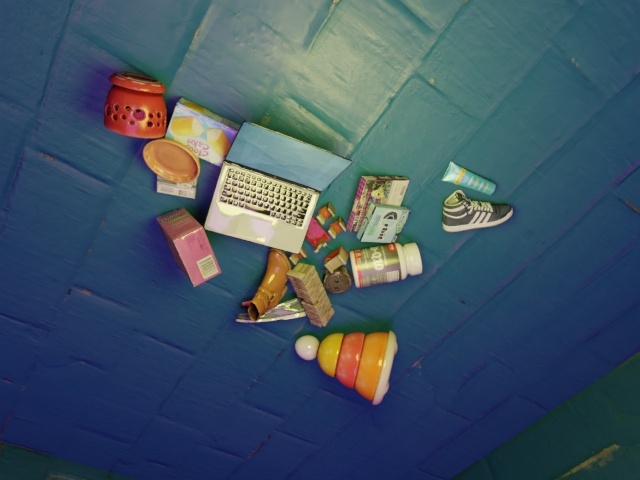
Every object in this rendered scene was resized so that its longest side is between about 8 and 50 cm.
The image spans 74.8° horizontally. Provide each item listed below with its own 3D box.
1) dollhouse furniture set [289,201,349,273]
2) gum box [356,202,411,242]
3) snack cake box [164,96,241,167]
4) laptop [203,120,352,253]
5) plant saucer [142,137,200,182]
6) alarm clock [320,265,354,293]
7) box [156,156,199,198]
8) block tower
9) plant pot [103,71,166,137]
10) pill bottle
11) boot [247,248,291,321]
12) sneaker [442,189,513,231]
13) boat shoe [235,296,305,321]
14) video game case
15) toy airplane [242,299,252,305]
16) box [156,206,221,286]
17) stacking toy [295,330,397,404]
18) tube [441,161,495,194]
[{"bbox_3d":[0.000,0.000,1.741,0.261,0.135,0.259,-35,107,17],"label":"dollhouse furniture set"},{"bbox_3d":[0.251,-0.067,1.664,0.184,0.041,0.157,3,122,-33],"label":"gum box"},{"bbox_3d":[-0.395,-0.370,1.481,0.264,0.089,0.152,23,117,-17],"label":"snack cake box"},{"bbox_3d":[-0.159,-0.153,1.453,0.381,0.236,0.409,16,100,-21],"label":"laptop"},{"bbox_3d":[-0.520,-0.285,1.479,0.199,0.037,0.200,7,144,5],"label":"plant saucer"},{"bbox_3d":[0.095,0.179,1.878,0.191,0.064,0.130,-2,122,-6],"label":"alarm clock"},{"bbox_3d":[-0.534,-0.258,1.573,0.145,0.038,0.186,9,122,-9],"label":"box"},{"bbox_3d":[-0.037,0.242,1.858,0.090,0.097,0.336,11,139,37],"label":"block tower"},{"bbox_3d":[-0.599,-0.444,1.369,0.190,0.191,0.174,11,112,-10],"label":"plant pot"},{"bbox_3d":[0.274,0.098,1.777,0.282,0.161,0.162,-11,122,3],"label":"pill bottle"},{"bbox_3d":[-0.230,0.188,1.765,0.108,0.220,0.284,26,132,21],"label":"boot"},{"bbox_3d":[0.631,-0.134,1.689,0.281,0.099,0.153,-13,124,8],"label":"sneaker"},{"bbox_3d":[-0.229,0.319,1.918,0.318,0.116,0.099,-6,82,-5],"label":"boat shoe"},{"bbox_3d":[0.225,-0.143,1.649,0.210,0.042,0.232,-5,126,-29],"label":"video game case"},{"bbox_3d":[-0.284,0.299,1.948,0.151,0.028,0.151,-5,123,-8],"label":"toy airplane"},{"bbox_3d":[-0.510,0.020,1.618,0.117,0.243,0.214,-29,125,-23],"label":"box"},{"bbox_3d":[0.110,0.553,2.026,0.478,0.351,0.351,15,122,10],"label":"stacking toy"},{"bbox_3d":[0.587,-0.239,1.654,0.206,0.052,0.080,19,108,-8],"label":"tube"}]
